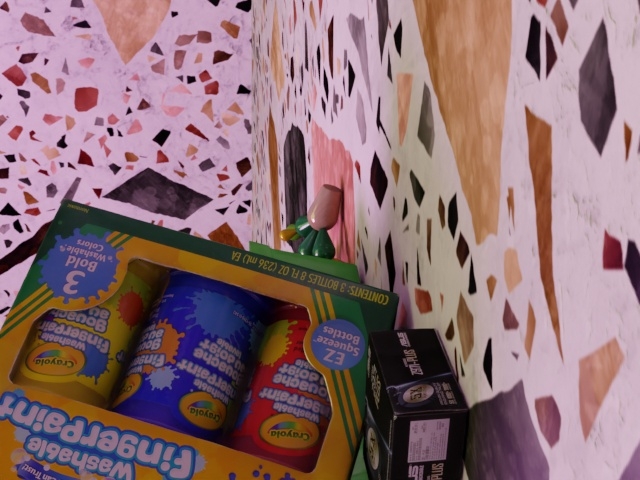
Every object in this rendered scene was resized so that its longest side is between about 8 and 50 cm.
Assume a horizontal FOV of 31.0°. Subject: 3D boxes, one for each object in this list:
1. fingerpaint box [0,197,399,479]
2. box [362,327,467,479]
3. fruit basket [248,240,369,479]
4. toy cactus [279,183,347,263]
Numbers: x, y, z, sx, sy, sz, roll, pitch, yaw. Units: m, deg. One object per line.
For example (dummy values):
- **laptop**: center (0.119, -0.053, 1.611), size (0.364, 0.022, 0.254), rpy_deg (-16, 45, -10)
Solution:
- **fingerpaint box**: center (-0.167, 0.191, 1.388), size (0.163, 0.444, 0.371), rpy_deg (94, -166, -62)
- **box**: center (0.096, 0.208, 1.233), size (0.147, 0.077, 0.180), rpy_deg (-105, 14, -59)
- **fruit basket**: center (-0.106, 0.191, 1.644), size (0.283, 0.392, 0.392), rpy_deg (92, 171, -46)
- **toy cactus**: center (0.000, 0.000, 1.880), size (0.219, 0.112, 0.181), rpy_deg (-105, 33, -67)
